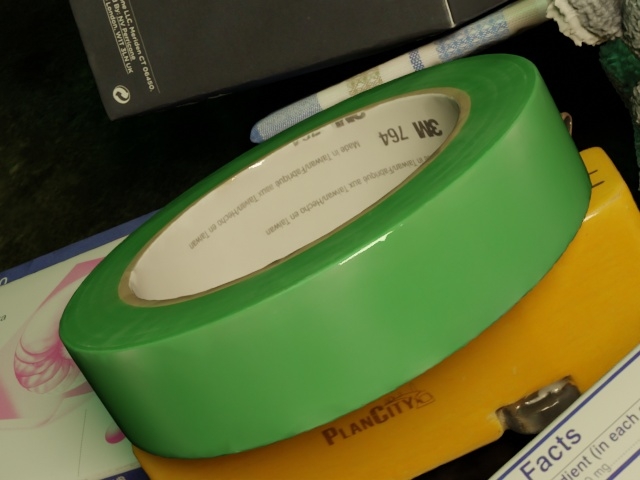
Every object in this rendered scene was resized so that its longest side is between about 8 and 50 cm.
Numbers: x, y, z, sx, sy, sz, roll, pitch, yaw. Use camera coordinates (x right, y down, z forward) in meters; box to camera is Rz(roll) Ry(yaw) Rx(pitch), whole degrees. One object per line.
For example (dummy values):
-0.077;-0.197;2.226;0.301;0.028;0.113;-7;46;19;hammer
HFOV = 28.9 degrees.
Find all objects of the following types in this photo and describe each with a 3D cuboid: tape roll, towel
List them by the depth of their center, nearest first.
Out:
0.000;0.000;0.746;0.321;0.077;0.321;-27;17;9;tape roll
0.096;-0.143;0.958;0.285;0.034;0.209;-22;6;15;towel

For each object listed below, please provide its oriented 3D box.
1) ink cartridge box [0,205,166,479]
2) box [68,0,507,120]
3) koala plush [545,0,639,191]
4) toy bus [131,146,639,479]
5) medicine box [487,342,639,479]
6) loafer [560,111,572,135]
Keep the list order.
-0.242;0.100;1.005;0.324;0.071;0.330;-21;42;17;ink cartridge box
-0.005;-0.233;0.994;0.294;0.182;0.296;-12;12;27;box
0.248;-0.123;0.758;0.196;0.221;0.203;-10;45;27;koala plush
0.052;0.071;0.771;0.333;0.108;0.130;-27;20;10;toy bus
0.246;0.151;0.524;0.263;0.149;0.289;-39;38;-12;medicine box
0.166;-0.053;0.889;0.039;0.045;0.125;-14;40;14;loafer
